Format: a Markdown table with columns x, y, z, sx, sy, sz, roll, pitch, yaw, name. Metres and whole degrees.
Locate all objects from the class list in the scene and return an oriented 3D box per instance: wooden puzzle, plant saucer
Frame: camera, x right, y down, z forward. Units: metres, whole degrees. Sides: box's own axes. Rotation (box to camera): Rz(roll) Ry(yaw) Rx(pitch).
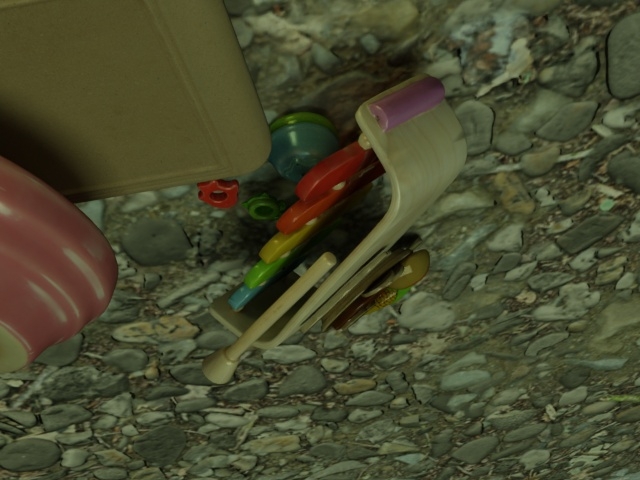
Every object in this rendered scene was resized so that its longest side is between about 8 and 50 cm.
| x | y | z | sx | sy | sz | roll | pitch | yaw | name |
| --- | --- | --- | --- | --- | --- | --- | --- | --- | --- |
| -0.166 | -0.094 | 0.552 | 0.238 | 0.044 | 0.221 | -13 | 151 | 3 | wooden puzzle |
| -0.312 | 0.014 | 0.593 | 0.332 | 0.084 | 0.332 | 9 | 155 | 4 | plant saucer |

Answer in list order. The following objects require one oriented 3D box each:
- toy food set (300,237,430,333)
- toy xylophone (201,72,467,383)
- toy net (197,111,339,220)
| x | y | z | sx | sy | sz | roll | pitch | yaw | name |
| --- | --- | --- | --- | --- | --- | --- | --- | --- | --- |
| 0.056 | 0.054 | 0.869 | 0.132 | 0.038 | 0.192 | -44 | 171 | 15 | toy food set |
| 0.000 | 0.000 | 0.761 | 0.323 | 0.081 | 0.236 | -48 | 170 | 35 | toy xylophone |
| -0.094 | -0.091 | 0.739 | 0.232 | 0.045 | 0.122 | 25 | 137 | -37 | toy net |
